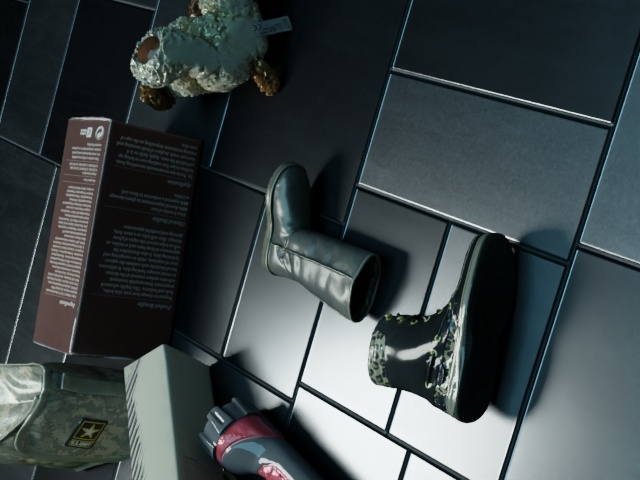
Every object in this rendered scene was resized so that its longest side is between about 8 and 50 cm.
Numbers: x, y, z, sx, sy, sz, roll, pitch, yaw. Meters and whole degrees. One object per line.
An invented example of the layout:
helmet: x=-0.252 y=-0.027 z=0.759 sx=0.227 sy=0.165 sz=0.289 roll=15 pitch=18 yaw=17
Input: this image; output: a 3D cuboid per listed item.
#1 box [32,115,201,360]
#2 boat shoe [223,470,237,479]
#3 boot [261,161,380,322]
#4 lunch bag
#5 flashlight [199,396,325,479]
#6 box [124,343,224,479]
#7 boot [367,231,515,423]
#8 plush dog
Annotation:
box: x=-0.334 y=0.000 z=1.942 sx=0.143 sy=0.191 sz=0.381 roll=6 pitch=87 yaw=47
boat shoe: x=-0.191 y=0.455 z=1.791 sx=0.080 sy=0.073 sz=0.224 roll=38 pitch=110 yaw=44
boot: x=0.002 y=-0.001 z=1.668 sx=0.208 sy=0.076 sz=0.190 roll=25 pitch=116 yaw=53
lunch bag: x=-0.430 y=0.286 z=1.957 sx=0.287 sy=0.235 sz=0.169 roll=-23 pitch=61 yaw=43
flashlight: x=-0.054 y=0.344 z=1.651 sx=0.304 sy=0.103 sz=0.103 roll=41 pitch=139 yaw=41
box: x=-0.221 y=0.305 z=1.777 sx=0.094 sy=0.113 sz=0.275 roll=-31 pitch=48 yaw=23
boot: x=0.147 y=0.097 z=1.490 sx=0.178 sy=0.085 sz=0.236 roll=11 pitch=92 yaw=49
plush dog: x=-0.184 y=-0.303 z=1.876 sx=0.262 sy=0.210 sz=0.225 roll=-58 pitch=25 yaw=-16
